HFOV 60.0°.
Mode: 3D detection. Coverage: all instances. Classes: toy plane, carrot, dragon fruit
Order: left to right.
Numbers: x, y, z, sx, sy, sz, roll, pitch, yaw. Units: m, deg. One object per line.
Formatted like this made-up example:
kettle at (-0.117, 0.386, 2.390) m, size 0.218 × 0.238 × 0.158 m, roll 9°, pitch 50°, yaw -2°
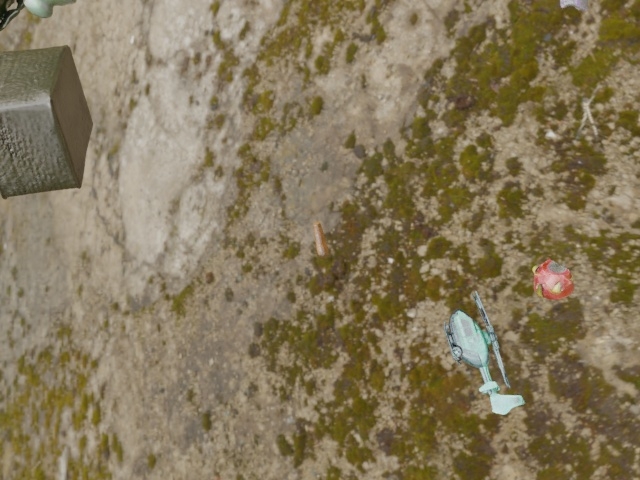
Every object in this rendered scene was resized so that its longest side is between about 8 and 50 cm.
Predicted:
carrot at (0.000, 0.000, 1.442) m, size 0.032 × 0.032 × 0.093 m, roll -2°, pitch 107°, yaw 46°
toy plane at (0.299, 0.215, 1.056) m, size 0.096 × 0.060 × 0.235 m, roll -19°, pitch 64°, yaw 8°
dragon fruit at (0.444, 0.077, 1.080) m, size 0.083 × 0.060 × 0.056 m, roll 46°, pitch 164°, yaw 49°

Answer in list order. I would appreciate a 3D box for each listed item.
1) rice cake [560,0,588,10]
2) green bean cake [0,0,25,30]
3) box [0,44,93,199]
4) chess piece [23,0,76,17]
rice cake at (0.696, -0.826, 1.514) m, size 0.064 × 0.070 × 0.399 m, roll 30°, pitch 143°, yaw 48°
green bean cake at (-0.364, -0.352, 0.558) m, size 0.255 × 0.132 × 0.241 m, roll -68°, pitch 13°, yaw -7°
box at (-0.525, -0.225, 1.029) m, size 0.273 × 0.143 × 0.184 m, roll -111°, pitch 16°, yaw -48°
chess piece at (-0.201, -0.325, 0.532) m, size 0.139 × 0.139 × 0.271 m, roll 14°, pitch 74°, yaw 46°
